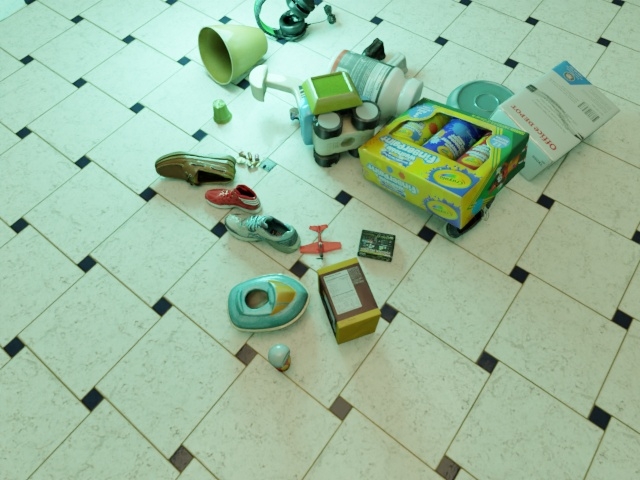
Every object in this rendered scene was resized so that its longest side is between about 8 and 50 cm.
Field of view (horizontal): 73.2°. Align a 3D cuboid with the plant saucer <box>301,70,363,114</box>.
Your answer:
[{"bbox_3d":[0.039,-0.547,1.560,0.189,0.045,0.188,-14,56,-5],"label":"plant saucer"}]

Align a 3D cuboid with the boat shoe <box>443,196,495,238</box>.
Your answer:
[{"bbox_3d":[0.539,-0.102,1.516,0.255,0.079,0.095,-37,101,-16],"label":"boat shoe"}]

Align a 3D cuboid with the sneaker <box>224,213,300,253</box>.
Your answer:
[{"bbox_3d":[-0.204,-0.054,1.502,0.283,0.122,0.110,15,64,9],"label":"sneaker"}]

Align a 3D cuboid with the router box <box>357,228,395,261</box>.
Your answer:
[{"bbox_3d":[0.196,0.018,1.502,0.123,0.038,0.092,11,62,7],"label":"router box"}]

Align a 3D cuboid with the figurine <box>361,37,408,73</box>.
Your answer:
[{"bbox_3d":[0.243,-0.757,1.897,0.209,0.092,0.215,-43,70,-11],"label":"figurine"}]

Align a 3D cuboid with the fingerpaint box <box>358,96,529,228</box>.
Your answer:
[{"bbox_3d":[0.425,-0.297,1.531,0.371,0.163,0.445,-40,52,-18],"label":"fingerpaint box"}]

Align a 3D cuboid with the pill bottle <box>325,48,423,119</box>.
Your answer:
[{"bbox_3d":[0.212,-0.616,1.744,0.363,0.210,0.210,26,66,13],"label":"pill bottle"}]

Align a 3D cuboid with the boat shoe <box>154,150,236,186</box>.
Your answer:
[{"bbox_3d":[-0.476,-0.265,1.628,0.308,0.110,0.104,-4,61,-1],"label":"boat shoe"}]

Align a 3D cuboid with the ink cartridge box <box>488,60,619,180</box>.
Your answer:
[{"bbox_3d":[0.867,-0.458,1.646,0.395,0.166,0.285,-34,77,-16],"label":"ink cartridge box"}]

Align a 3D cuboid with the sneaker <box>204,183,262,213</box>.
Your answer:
[{"bbox_3d":[-0.324,-0.173,1.565,0.222,0.128,0.086,9,63,6],"label":"sneaker"}]

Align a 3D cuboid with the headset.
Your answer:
[{"bbox_3d":[-0.113,-1.060,1.985,0.395,0.243,0.185,-1,64,-24],"label":"headset"}]

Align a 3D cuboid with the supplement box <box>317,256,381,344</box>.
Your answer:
[{"bbox_3d":[0.081,0.188,1.326,0.129,0.191,0.194,-17,64,-8],"label":"supplement box"}]

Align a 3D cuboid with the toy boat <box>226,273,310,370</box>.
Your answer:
[{"bbox_3d":[-0.147,0.243,1.328,0.268,0.148,0.317,-14,62,-6],"label":"toy boat"}]

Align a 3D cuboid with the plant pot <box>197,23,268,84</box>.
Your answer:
[{"bbox_3d":[-0.361,-0.841,1.886,0.237,0.237,0.254,41,57,20],"label":"plant pot"}]

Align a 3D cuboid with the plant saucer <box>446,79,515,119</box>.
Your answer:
[{"bbox_3d":[0.690,-0.564,1.800,0.318,0.043,0.317,-1,63,1],"label":"plant saucer"}]

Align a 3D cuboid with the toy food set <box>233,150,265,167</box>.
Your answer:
[{"bbox_3d":[-0.282,-0.322,1.707,0.122,0.019,0.077,25,65,22],"label":"toy food set"}]

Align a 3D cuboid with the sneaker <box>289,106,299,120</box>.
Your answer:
[{"bbox_3d":[-0.063,-0.511,1.790,0.136,0.052,0.057,4,82,-3],"label":"sneaker"}]

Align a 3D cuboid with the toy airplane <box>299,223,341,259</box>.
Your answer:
[{"bbox_3d":[0.000,0.000,1.521,0.152,0.028,0.151,-1,62,2],"label":"toy airplane"}]

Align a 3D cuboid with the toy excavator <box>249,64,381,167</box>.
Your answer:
[{"bbox_3d":[-0.026,-0.522,1.684,0.434,0.222,0.444,-14,64,-7],"label":"toy excavator"}]

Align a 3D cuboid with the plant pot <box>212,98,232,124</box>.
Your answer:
[{"bbox_3d":[-0.416,-0.542,1.792,0.084,0.079,0.083,-1,62,2],"label":"plant pot"}]
